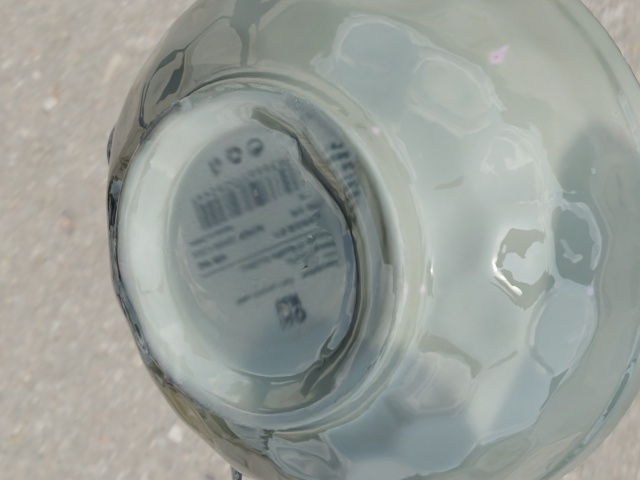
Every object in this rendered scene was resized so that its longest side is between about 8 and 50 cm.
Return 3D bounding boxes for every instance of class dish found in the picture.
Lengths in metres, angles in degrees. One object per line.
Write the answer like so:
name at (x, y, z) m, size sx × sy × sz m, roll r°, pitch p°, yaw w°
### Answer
dish at (0.000, 0.000, 0.825) m, size 0.303 × 0.120 × 0.303 m, roll 6°, pitch 101°, yaw 33°
